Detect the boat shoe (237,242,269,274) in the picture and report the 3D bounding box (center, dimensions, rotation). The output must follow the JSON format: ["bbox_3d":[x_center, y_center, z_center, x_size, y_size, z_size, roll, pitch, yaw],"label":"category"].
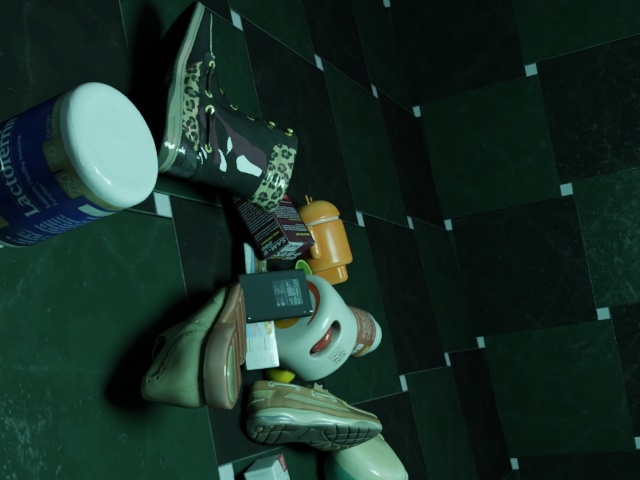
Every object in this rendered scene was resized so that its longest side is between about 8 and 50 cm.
[{"bbox_3d":[-0.125,0.087,1.556,0.066,0.066,0.183,6,61,-20],"label":"boat shoe"}]

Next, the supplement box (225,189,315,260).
[{"bbox_3d":[-0.119,-0.076,1.625,0.239,0.073,0.130,59,20,14],"label":"supplement box"}]

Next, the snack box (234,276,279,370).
[{"bbox_3d":[-0.122,0.155,1.479,0.022,0.064,0.178,141,-57,-66],"label":"snack box"}]

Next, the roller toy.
[{"bbox_3d":[-0.029,0.182,1.576,0.146,0.191,0.209,52,31,-41],"label":"roller toy"}]

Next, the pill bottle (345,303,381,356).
[{"bbox_3d":[0.063,0.215,1.850,0.216,0.121,0.121,24,53,-60],"label":"pill bottle"}]

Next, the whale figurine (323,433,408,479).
[{"bbox_3d":[0.088,0.498,1.720,0.216,0.141,0.272,31,7,-4],"label":"whale figurine"}]

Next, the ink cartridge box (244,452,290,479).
[{"bbox_3d":[-0.084,0.467,1.402,0.099,0.056,0.135,3,71,-81],"label":"ink cartridge box"}]

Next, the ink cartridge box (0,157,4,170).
[{"bbox_3d":[-0.457,-0.141,0.801,0.224,0.223,0.045,69,24,-6],"label":"ink cartridge box"}]

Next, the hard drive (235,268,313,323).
[{"bbox_3d":[-0.088,0.104,1.474,0.135,0.022,0.094,-4,69,-21],"label":"hard drive"}]

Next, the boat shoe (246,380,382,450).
[{"bbox_3d":[-0.007,0.337,1.537,0.324,0.123,0.116,20,42,-39],"label":"boat shoe"}]

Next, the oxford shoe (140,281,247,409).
[{"bbox_3d":[-0.200,0.158,1.285,0.397,0.146,0.141,-94,180,-80],"label":"oxford shoe"}]

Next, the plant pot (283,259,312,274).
[{"bbox_3d":[-0.067,0.093,1.696,0.083,0.079,0.083,48,33,-45],"label":"plant pot"}]

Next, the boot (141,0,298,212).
[{"bbox_3d":[-0.184,-0.249,1.487,0.284,0.138,0.378,25,53,-33],"label":"boot"}]

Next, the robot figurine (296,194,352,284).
[{"bbox_3d":[0.000,0.000,1.855,0.158,0.128,0.220,-14,88,-39],"label":"robot figurine"}]

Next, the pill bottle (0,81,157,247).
[{"bbox_3d":[-0.346,-0.078,0.953,0.153,0.264,0.153,46,34,-44],"label":"pill bottle"}]
